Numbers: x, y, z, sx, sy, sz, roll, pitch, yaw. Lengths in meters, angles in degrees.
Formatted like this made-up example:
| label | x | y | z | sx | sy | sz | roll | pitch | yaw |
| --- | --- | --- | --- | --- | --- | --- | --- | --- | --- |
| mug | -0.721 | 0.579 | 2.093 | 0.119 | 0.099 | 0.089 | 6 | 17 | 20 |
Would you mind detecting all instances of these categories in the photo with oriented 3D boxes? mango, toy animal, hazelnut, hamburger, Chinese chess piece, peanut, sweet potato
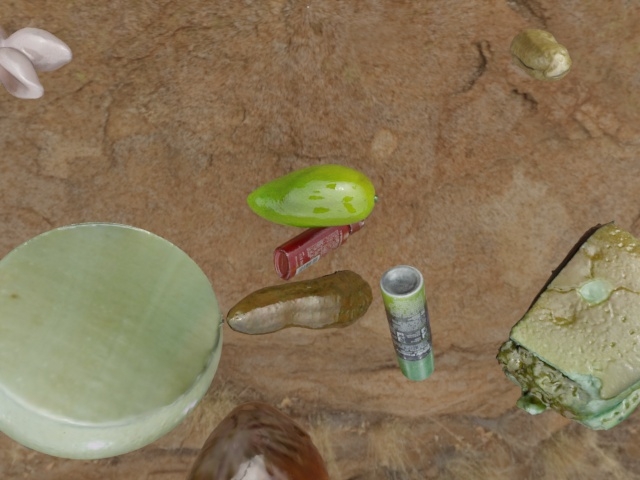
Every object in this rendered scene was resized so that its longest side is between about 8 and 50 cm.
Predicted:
| label | x | y | z | sx | sy | sz | roll | pitch | yaw |
| --- | --- | --- | --- | --- | --- | --- | --- | --- | --- |
| mango | -0.030 | -0.109 | 1.349 | 0.343 | 0.192 | 0.155 | -5 | 75 | 20 |
| toy animal | -0.381 | -0.209 | 0.565 | 0.213 | 0.124 | 0.124 | -4 | 115 | 18 |
| hazelnut | -0.137 | 0.524 | 1.099 | 0.316 | 0.372 | 0.372 | -5 | 114 | 10 |
| hamburger | 0.384 | 0.136 | 0.737 | 0.192 | 0.168 | 0.288 | 40 | 91 | 25 |
| Chinese chess piece | -0.322 | 0.140 | 0.783 | 0.349 | 0.349 | 0.146 | 25 | 137 | -12 |
| peanut | 0.413 | -0.347 | 0.984 | 0.080 | 0.174 | 0.080 | -3 | 127 | -4 |
| sweet potato | -0.005 | 0.058 | 0.476 | 0.182 | 0.054 | 0.053 | -3 | 141 | -47 |

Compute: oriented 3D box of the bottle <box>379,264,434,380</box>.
| label | x | y | z | sx | sy | sz | roll | pitch | yaw |
| --- | --- | --- | --- | --- | --- | --- | --- | --- | --- |
| bottle | 0.203 | 0.198 | 1.194 | 0.093 | 0.093 | 0.330 | -13 | 133 | 5 |

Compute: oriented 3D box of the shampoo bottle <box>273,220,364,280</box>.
| label | x | y | z | sx | sy | sz | roll | pitch | yaw |
| --- | --- | --- | --- | --- | --- | --- | --- | --- | --- |
| shampoo bottle | -0.001 | 0.000 | 1.545 | 0.314 | 0.076 | 0.118 | -32 | 139 | -33 |
